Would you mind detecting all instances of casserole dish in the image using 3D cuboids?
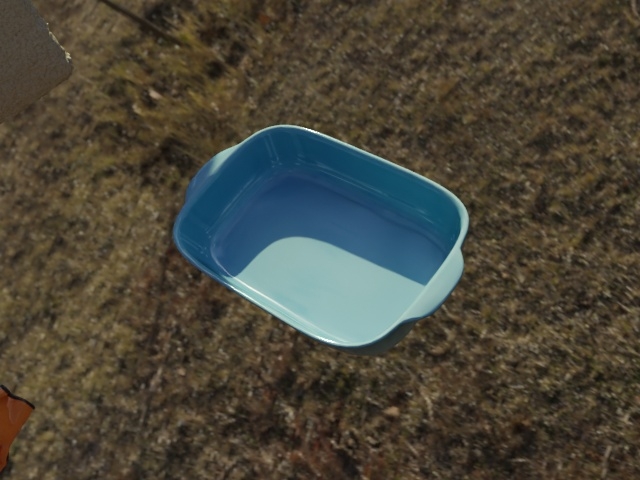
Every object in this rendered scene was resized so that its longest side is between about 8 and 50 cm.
[{"bbox_3d":[0.000,0.000,0.517,0.188,0.037,0.114,27,68,34],"label":"casserole dish"}]

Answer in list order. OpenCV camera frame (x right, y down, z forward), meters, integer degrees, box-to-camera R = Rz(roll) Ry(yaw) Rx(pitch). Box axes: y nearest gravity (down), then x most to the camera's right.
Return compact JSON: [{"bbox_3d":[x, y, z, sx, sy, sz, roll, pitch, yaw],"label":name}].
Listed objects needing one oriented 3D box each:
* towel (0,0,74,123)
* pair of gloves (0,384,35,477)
[{"bbox_3d":[-0.282,-0.138,0.557,0.187,0.282,0.049,-36,64,-6],"label":"towel"},{"bbox_3d":[-0.170,0.082,0.374,0.010,0.083,0.074,-2,52,55],"label":"pair of gloves"}]
